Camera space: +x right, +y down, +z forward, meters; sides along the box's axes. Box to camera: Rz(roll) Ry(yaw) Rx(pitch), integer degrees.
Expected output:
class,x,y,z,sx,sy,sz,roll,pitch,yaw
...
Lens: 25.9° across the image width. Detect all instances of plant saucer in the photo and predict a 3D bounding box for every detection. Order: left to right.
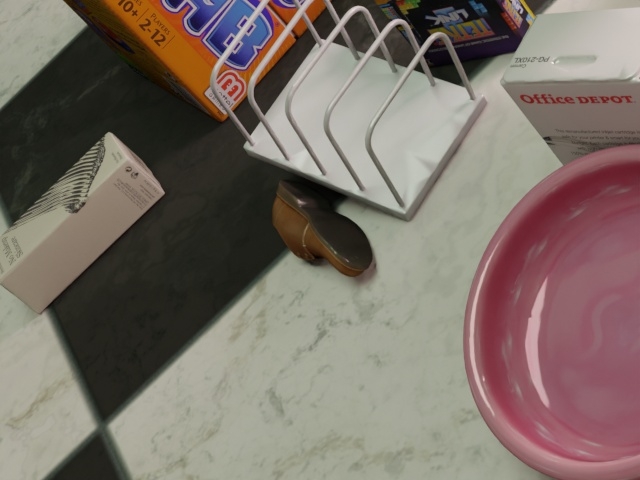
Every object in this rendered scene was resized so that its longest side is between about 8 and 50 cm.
class,x,y,z,sx,sy,sz,roll,pitch,yaw
plant saucer,0.291,0.074,1.328,0.332,0.084,0.332,-20,59,38

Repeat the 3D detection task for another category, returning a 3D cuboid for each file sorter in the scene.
class,x,y,z,sx,sy,sz,roll,pitch,yaw
file sorter,0.028,-0.188,1.763,0.277,0.173,0.193,24,72,35

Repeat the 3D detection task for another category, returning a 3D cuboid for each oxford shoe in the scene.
class,x,y,z,sx,sy,sz,roll,pitch,yaw
oxford shoe,0.000,0.000,1.773,0.212,0.076,0.076,46,121,52

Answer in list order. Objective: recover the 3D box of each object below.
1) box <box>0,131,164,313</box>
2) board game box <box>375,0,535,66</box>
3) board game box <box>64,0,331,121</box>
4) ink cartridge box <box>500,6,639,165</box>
class,x,y,z,sx,sy,sz,roll,pitch,yaw
box,-0.378,-0.028,2.133,0.275,0.094,0.113,-44,37,1
board game box,0.176,-0.298,1.811,0.170,0.141,0.048,-5,50,42
board game box,-0.223,-0.469,2.189,0.356,0.356,0.356,-49,36,-5
ink cartridge box,0.321,-0.123,1.414,0.172,0.237,0.100,5,59,47
